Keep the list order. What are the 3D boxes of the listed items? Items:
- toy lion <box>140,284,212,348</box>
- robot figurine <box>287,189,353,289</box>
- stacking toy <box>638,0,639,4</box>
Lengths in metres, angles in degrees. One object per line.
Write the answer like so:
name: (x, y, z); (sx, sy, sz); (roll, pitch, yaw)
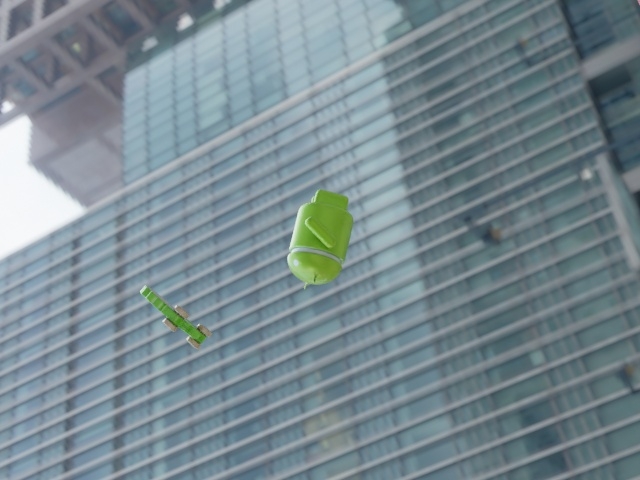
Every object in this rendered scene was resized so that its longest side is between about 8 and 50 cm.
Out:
toy lion: (-0.213, 0.104, 1.845); (0.096, 0.034, 0.100); (37, 175, 41)
robot figurine: (0.000, 0.000, 1.516); (0.101, 0.067, 0.115); (134, 151, -71)
stacking toy: (0.379, -0.156, 0.880); (0.309, 0.130, 0.279); (32, 164, 47)
